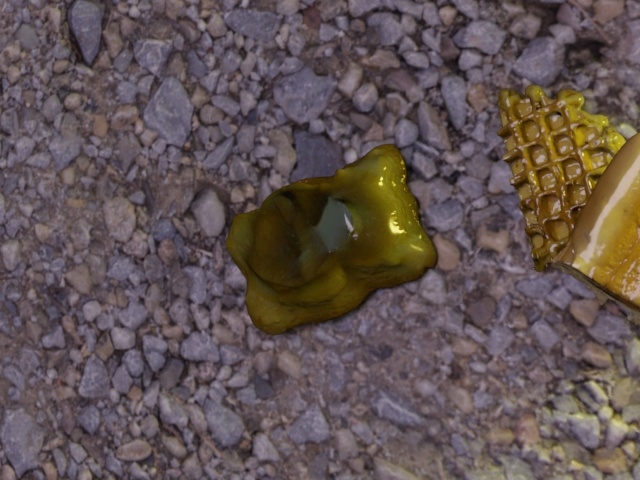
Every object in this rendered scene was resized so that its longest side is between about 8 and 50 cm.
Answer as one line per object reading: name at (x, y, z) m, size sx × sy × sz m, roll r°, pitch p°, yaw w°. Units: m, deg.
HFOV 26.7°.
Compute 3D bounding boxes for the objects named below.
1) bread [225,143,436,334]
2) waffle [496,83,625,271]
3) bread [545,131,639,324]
bread at (0.000, 0.000, 1.493) m, size 0.233 × 0.088 × 0.161 m, roll -28°, pitch 62°, yaw 20°
waffle at (0.233, -0.065, 1.394) m, size 0.160 × 0.046 × 0.192 m, roll 16°, pitch 86°, yaw 31°
bread at (0.316, -0.010, 1.300) m, size 0.134 × 0.085 × 0.173 m, roll 34°, pitch 95°, yaw 6°
